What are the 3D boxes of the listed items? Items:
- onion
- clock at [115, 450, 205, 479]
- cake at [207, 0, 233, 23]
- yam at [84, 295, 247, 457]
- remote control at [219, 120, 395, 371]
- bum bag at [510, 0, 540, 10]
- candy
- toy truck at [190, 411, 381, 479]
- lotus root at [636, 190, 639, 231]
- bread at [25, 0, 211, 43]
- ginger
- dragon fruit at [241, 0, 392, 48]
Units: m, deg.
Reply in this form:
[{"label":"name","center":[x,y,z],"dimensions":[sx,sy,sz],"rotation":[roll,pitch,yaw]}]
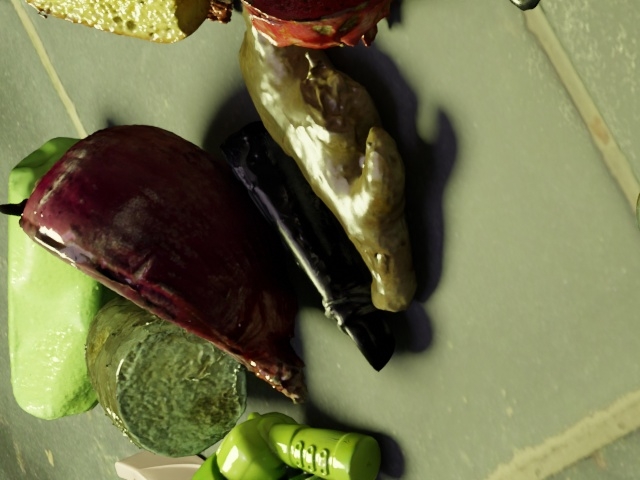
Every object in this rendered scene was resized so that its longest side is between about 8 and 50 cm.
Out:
[{"label":"onion","center":[-0.112,0.003,1.880],"dimensions":[0.348,0.267,0.159],"rotation":[32,96,14]},{"label":"clock","center":[-0.114,0.402,2.233],"dimensions":[0.290,0.080,0.275],"rotation":[28,132,49]},{"label":"cake","center":[-0.203,-0.316,1.839],"dimensions":[0.262,0.159,0.158],"rotation":[44,139,32]},{"label":"yam","center":[-0.170,0.142,2.049],"dimensions":[0.254,0.154,0.154],"rotation":[-163,56,-70]},{"label":"remote control","center":[0.000,0.000,1.816],"dimensions":[0.266,0.066,0.090],"rotation":[56,-168,12]},{"label":"bum bag","center":[0.098,-0.286,1.472],"dimensions":[0.310,0.074,0.137],"rotation":[42,131,36]},{"label":"candy","center":[-0.287,0.044,2.206],"dimensions":[0.142,0.132,0.343],"rotation":[-99,12,-52]},{"label":"toy truck","center":[-0.039,0.254,1.967],"dimensions":[0.187,0.148,0.210],"rotation":[30,118,33]},{"label":"lotus root","center":[0.279,0.009,1.368],"dimensions":[0.165,0.088,0.088],"rotation":[55,148,3]},{"label":"bread","center":[-0.196,-0.247,1.821],"dimensions":[0.187,0.065,0.103],"rotation":[19,136,8]},{"label":"ginger","center":[0.005,-0.098,1.726],"dimensions":[0.333,0.080,0.166],"rotation":[65,161,11]},{"label":"dragon fruit","center":[-0.002,-0.202,1.633],"dimensions":[0.153,0.153,0.111],"rotation":[44,159,35]}]
